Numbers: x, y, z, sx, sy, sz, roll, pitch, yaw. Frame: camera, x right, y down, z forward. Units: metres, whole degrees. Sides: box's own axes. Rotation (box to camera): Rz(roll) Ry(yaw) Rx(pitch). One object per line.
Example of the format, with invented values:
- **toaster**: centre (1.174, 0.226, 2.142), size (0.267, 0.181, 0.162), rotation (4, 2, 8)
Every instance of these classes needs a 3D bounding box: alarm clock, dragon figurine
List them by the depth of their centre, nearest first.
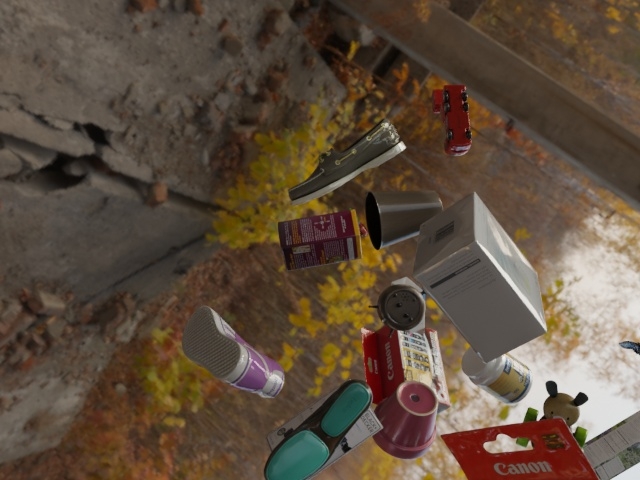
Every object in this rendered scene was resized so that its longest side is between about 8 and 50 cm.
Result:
- **dragon figurine**: centre (0.775, 0.250, 1.637), size (0.085, 0.144, 0.289), rotation (-48, 132, 13)
- **alarm clock**: centre (0.241, 0.175, 1.910), size (0.192, 0.129, 0.064), rotation (-34, 179, -10)

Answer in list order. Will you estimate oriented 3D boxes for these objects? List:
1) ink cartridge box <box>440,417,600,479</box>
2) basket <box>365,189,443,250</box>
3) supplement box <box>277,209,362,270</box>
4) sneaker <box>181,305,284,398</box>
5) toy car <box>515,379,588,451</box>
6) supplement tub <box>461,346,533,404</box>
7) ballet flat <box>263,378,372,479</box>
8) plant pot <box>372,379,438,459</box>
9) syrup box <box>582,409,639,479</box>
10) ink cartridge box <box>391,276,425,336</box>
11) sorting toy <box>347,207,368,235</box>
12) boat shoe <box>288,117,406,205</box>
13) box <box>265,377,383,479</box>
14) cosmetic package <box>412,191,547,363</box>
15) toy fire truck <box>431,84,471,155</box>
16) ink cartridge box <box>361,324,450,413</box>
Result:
- **ink cartridge box**: centre (0.406, 0.535, 1.291), size (0.091, 0.384, 0.308), rotation (-31, -178, -42)
- **basket**: centre (0.281, -0.085, 2.295), size (0.227, 0.154, 0.204), rotation (-11, 113, -13)
- **supplement box**: centre (0.000, 0.000, 1.639), size (0.188, 0.080, 0.104), rotation (-9, 144, 1)
- **sneaker**: centre (-0.170, 0.233, 1.368), size (0.161, 0.282, 0.102), rotation (34, 90, -34)
- **toy car**: centre (0.591, 0.437, 1.700), size (0.149, 0.155, 0.188), rotation (-43, 145, -52)
- **supplement tub**: centre (0.563, 0.421, 2.196), size (0.144, 0.200, 0.144), rotation (-43, -153, 28)
- **ballet flat**: centre (0.000, 0.400, 1.418), size (0.280, 0.095, 0.096), rotation (-41, 175, -10)
- **plant pot**: centre (0.267, 0.529, 2.078), size (0.201, 0.201, 0.180), rotation (-37, 152, -44)
- **syrup box**: centre (0.937, 0.640, 2.134), size (0.237, 0.093, 0.096), rotation (-34, -152, 4)
- **ink cartridge box**: centre (0.277, 0.221, 2.177), size (0.062, 0.104, 0.181), rotation (-19, 123, -22)
- **sorting toy**: centre (0.104, -0.049, 2.138), size (0.042, 0.102, 0.061), rotation (-35, -175, 14)
- **boat shoe**: centre (0.050, -0.182, 1.625), size (0.305, 0.091, 0.109), rotation (-29, -173, -1)
- **box**: centre (0.007, 0.519, 1.859), size (0.290, 0.087, 0.169), rotation (-35, -157, -6)
- **cosmetic package**: centre (0.301, 0.065, 1.295), size (0.138, 0.224, 0.224), rotation (-33, -164, 25)
- **toy fire truck**: centre (0.267, -0.249, 1.413), size (0.135, 0.047, 0.191), rotation (91, -2, -70)
- **ink cartridge box**: centre (0.293, 0.439, 2.410), size (0.130, 0.272, 0.309), rotation (-45, -144, 37)
